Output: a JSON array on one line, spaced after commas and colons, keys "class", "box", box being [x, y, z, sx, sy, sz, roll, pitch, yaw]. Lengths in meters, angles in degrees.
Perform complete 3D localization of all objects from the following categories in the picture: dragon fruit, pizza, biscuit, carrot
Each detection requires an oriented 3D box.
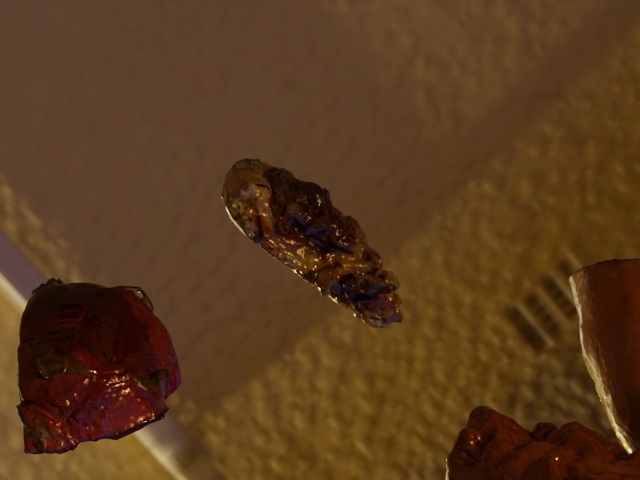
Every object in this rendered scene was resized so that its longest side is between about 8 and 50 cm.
[{"class": "dragon fruit", "box": [-0.210, 0.112, 1.578, 0.120, 0.127, 0.161, -10, -159, 15]}, {"class": "pizza", "box": [0.001, -0.001, 1.469, 0.069, 0.194, 0.154, -51, -176, 4]}, {"class": "biscuit", "box": [0.251, 0.346, 1.733, 0.110, 0.312, 0.318, -7, 112, -62]}, {"class": "carrot", "box": [0.367, 0.138, 1.952, 0.159, 0.159, 0.225, -26, -120, 45]}]
